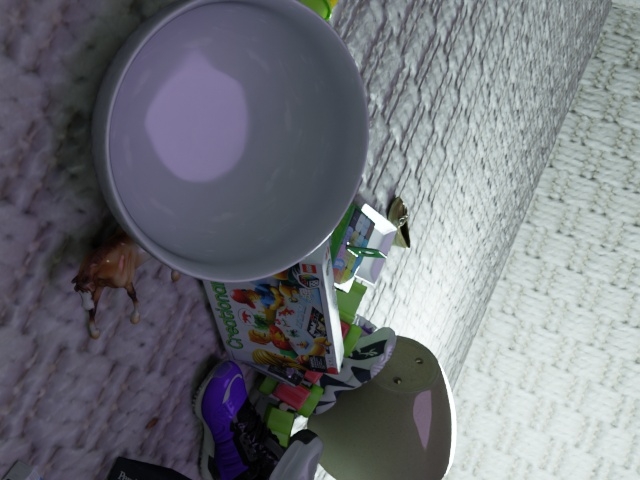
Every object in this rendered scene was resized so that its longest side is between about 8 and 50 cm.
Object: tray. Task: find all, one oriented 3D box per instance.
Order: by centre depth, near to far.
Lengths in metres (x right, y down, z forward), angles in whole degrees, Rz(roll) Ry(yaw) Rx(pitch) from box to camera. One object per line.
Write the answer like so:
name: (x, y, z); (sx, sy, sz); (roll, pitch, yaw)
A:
tray: (0.095, 0.009, 1.886); (0.145, 0.030, 0.270); (-69, 158, -3)

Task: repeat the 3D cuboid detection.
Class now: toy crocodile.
toy crocodile: (-0.016, 0.221, 1.633); (0.340, 0.115, 0.105); (-58, -177, -6)

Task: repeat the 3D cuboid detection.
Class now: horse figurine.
horse figurine: (-0.223, 0.013, 1.107); (0.263, 0.066, 0.174); (-49, 157, -36)

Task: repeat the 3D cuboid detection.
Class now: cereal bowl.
cereal bowl: (-0.115, -0.126, 1.044); (0.339, 0.141, 0.339); (-7, 105, -30)

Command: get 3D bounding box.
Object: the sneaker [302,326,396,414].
sneaker: (0.024, 0.220, 1.731); (0.235, 0.153, 0.094); (-38, -158, 12)

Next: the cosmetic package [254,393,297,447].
cosmetic package: (-0.128, 0.424, 1.691); (0.239, 0.060, 0.099); (-64, 157, -13)

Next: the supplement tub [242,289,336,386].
supplement tub: (-0.051, 0.153, 1.557); (0.190, 0.117, 0.117); (-64, 157, -13)

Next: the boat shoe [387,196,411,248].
boat shoe: (0.187, -0.039, 2.031); (0.056, 0.048, 0.153); (-52, 152, -37)

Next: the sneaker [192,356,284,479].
sneaker: (-0.127, 0.325, 1.492); (0.102, 0.146, 0.293); (-48, 150, -43)

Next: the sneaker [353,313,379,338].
sneaker: (0.046, 0.195, 1.869); (0.104, 0.095, 0.236); (-61, 153, -2)

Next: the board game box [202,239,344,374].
board game box: (-0.072, 0.098, 1.356); (0.305, 0.193, 0.053); (81, 19, -50)

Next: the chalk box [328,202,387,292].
chalk box: (0.000, 0.000, 1.411); (0.132, 0.213, 0.132); (-67, 158, -5)

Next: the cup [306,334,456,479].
cup: (0.149, 0.343, 1.874); (0.331, 0.331, 0.237); (-44, 153, -47)

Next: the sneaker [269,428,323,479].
sneaker: (-0.021, 0.606, 1.675); (0.169, 0.257, 0.447); (53, 56, -72)

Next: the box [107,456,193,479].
box: (-0.192, 0.532, 1.261); (0.312, 0.343, 0.179); (-64, 156, -10)

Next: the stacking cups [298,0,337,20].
stacking cups: (-0.067, -0.261, 1.203); (0.316, 0.096, 0.096); (-59, 156, -16)

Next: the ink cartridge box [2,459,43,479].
ink cartridge box: (-0.376, 0.316, 1.063); (0.083, 0.028, 0.048); (-55, 154, -31)
